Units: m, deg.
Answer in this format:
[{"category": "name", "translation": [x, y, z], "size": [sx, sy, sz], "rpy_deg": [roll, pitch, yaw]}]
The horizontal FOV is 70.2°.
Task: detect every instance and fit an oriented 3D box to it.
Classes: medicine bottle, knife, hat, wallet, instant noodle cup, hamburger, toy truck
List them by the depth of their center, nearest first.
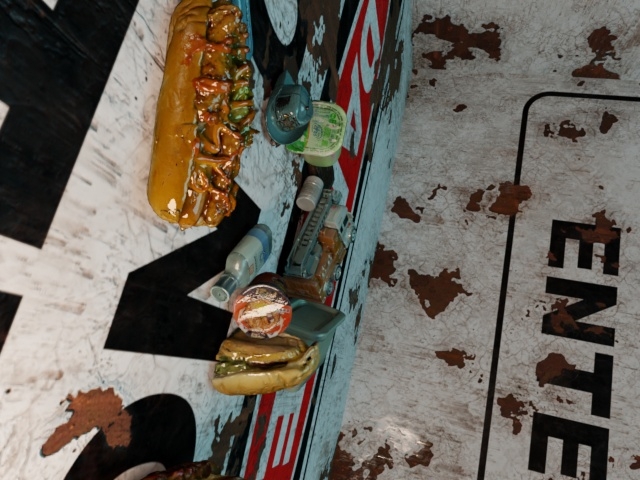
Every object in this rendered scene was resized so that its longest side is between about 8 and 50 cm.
[{"category": "knife", "translation": [-0.135, -0.432, 0.798], "size": [0.064, 0.031, 0.222], "rpy_deg": [-65, 159, -56]}, {"category": "medicine bottle", "translation": [-0.160, 0.048, 0.952], "size": [0.208, 0.054, 0.090], "rpy_deg": [-60, 158, -52]}, {"category": "hamburger", "translation": [-0.111, 0.278, 0.978], "size": [0.155, 0.208, 0.135], "rpy_deg": [-53, 146, -69]}, {"category": "instant noodle cup", "translation": [-0.121, 0.132, 1.013], "size": [0.135, 0.127, 0.127], "rpy_deg": [-91, -174, -75]}, {"category": "hat", "translation": [-0.058, -0.306, 1.045], "size": [0.138, 0.078, 0.191], "rpy_deg": [60, 37, -46]}, {"category": "medicine bottle", "translation": [-0.030, -0.136, 1.317], "size": [0.058, 0.058, 0.091], "rpy_deg": [80, 24, -50]}, {"category": "toy truck", "translation": [0.000, 0.000, 1.348], "size": [0.338, 0.133, 0.184], "rpy_deg": [-65, 152, -31]}, {"category": "wallet", "translation": [0.002, -0.222, 1.416], "size": [0.230, 0.042, 0.124], "rpy_deg": [74, 34, -54]}]

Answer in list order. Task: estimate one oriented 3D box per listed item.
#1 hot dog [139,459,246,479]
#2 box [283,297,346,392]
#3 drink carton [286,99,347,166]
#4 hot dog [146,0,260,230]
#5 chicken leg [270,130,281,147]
[{"category": "hot dog", "translation": [-0.227, 0.464, 0.697], "size": [0.405, 0.185, 0.223], "rpy_deg": [45, 57, -72]}, {"category": "box", "translation": [-0.058, 0.286, 1.280], "size": [0.312, 0.175, 0.182], "rpy_deg": [-7, 114, -75]}, {"category": "drink carton", "translation": [0.000, -0.271, 1.211], "size": [0.142, 0.144, 0.146], "rpy_deg": [59, 42, -77]}, {"category": "hot dog", "translation": [-0.163, -0.183, 0.682], "size": [0.158, 0.117, 0.349], "rpy_deg": [10, 89, -76]}, {"category": "chicken leg", "translation": [-0.097, -0.252, 1.070], "size": [0.036, 0.021, 0.083], "rpy_deg": [50, 48, -49]}]
